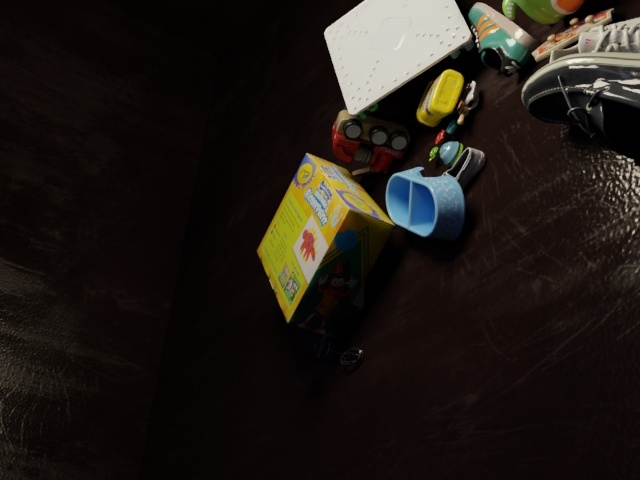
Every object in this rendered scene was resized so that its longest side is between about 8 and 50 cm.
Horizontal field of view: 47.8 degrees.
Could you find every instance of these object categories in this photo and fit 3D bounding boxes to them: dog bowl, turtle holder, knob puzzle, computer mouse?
[{"bbox_3d":[0.259,-0.094,1.853,0.297,0.074,0.166,-146,54,-63],"label":"dog bowl"},{"bbox_3d":[0.529,-0.674,1.670,0.227,0.243,0.320,-31,53,49],"label":"turtle holder"},{"bbox_3d":[0.557,-0.470,1.609,0.213,0.030,0.213,-32,12,7],"label":"knob puzzle"},{"bbox_3d":[0.049,0.316,2.044,0.242,0.041,0.071,4,72,55],"label":"computer mouse"}]

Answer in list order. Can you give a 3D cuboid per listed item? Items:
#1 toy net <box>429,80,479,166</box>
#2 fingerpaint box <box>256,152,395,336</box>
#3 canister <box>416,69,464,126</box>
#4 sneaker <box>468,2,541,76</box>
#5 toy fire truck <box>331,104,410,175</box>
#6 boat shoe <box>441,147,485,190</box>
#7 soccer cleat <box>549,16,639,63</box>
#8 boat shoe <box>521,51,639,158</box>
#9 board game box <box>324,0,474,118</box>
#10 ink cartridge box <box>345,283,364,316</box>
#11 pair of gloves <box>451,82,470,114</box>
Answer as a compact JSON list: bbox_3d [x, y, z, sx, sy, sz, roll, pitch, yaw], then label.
[{"bbox_3d":[0.368,-0.310,1.930,0.232,0.045,0.122,-65,12,-1],"label":"toy net"},{"bbox_3d":[0.000,0.000,2.120,0.371,0.163,0.445,-63,26,16],"label":"fingerpaint box"},{"bbox_3d":[0.325,-0.386,1.963,0.170,0.073,0.126,170,122,-85],"label":"canister"},{"bbox_3d":[0.445,-0.521,1.873,0.121,0.108,0.302,-52,31,19],"label":"sneaker"},{"bbox_3d":[0.127,-0.268,2.174,0.158,0.217,0.246,-96,22,-53],"label":"toy fire truck"},{"bbox_3d":[0.340,-0.158,1.832,0.184,0.063,0.066,-49,32,31],"label":"boat shoe"},{"bbox_3d":[0.604,-0.382,1.432,0.331,0.143,0.116,-20,54,56],"label":"soccer cleat"},{"bbox_3d":[0.563,-0.248,1.368,0.500,0.186,0.156,20,82,58],"label":"boat shoe"},{"bbox_3d":[0.214,-0.579,2.071,0.390,0.050,0.390,-31,51,22],"label":"board game box"},{"bbox_3d":[0.059,0.135,2.147,0.206,0.045,0.208,-35,40,48],"label":"ink cartridge box"},{"bbox_3d":[0.371,-0.373,1.909,0.074,0.010,0.083,141,152,-74],"label":"pair of gloves"}]
